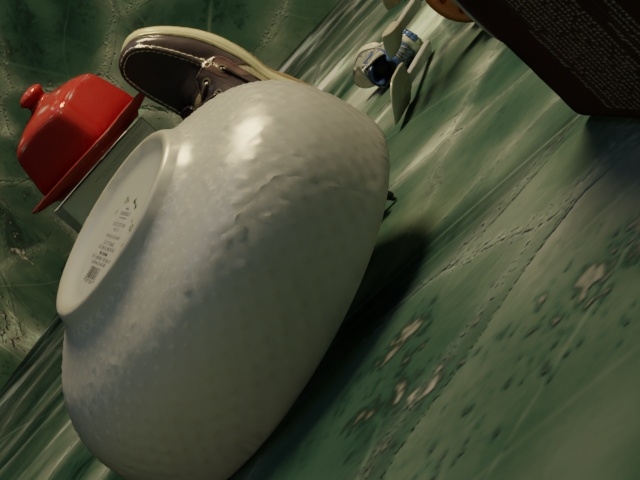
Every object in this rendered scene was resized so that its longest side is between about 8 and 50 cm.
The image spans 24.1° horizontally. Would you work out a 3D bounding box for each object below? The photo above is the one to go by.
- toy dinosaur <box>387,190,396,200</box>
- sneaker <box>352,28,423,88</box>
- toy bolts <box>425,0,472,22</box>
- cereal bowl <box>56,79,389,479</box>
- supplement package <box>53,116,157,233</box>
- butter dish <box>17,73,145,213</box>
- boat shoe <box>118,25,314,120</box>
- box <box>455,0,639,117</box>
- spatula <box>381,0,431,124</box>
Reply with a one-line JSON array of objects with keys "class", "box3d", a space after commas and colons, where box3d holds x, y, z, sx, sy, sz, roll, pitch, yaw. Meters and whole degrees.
[{"class": "toy dinosaur", "box3d": [0.000, 0.000, 1.254, 0.118, 0.064, 0.268, -52, 4, 23]}, {"class": "sneaker", "box3d": [0.070, -0.213, 1.830, 0.058, 0.052, 0.135, -58, 12, -27]}, {"class": "toy bolts", "box3d": [0.153, -0.357, 1.509, 0.218, 0.228, 0.158, -39, 10, 11]}, {"class": "cereal bowl", "box3d": [-0.099, 0.017, 1.132, 0.339, 0.141, 0.339, -48, 23, 29]}, {"class": "supplement package", "box3d": [-0.202, -0.025, 1.851, 0.149, 0.203, 0.194, -50, 10, -9]}, {"class": "butter dish", "box3d": [-0.304, -0.137, 1.772, 0.160, 0.118, 0.160, -43, 10, 34]}, {"class": "boat shoe", "box3d": [-0.105, -0.160, 1.736, 0.092, 0.285, 0.103, -71, 7, -53]}, {"class": "box", "box3d": [0.164, -0.167, 0.753, 0.143, 0.191, 0.381, -49, 10, -2]}, {"class": "spatula", "box3d": [0.091, -0.238, 1.592, 0.019, 0.168, 0.242, -7, 20, 16]}]
